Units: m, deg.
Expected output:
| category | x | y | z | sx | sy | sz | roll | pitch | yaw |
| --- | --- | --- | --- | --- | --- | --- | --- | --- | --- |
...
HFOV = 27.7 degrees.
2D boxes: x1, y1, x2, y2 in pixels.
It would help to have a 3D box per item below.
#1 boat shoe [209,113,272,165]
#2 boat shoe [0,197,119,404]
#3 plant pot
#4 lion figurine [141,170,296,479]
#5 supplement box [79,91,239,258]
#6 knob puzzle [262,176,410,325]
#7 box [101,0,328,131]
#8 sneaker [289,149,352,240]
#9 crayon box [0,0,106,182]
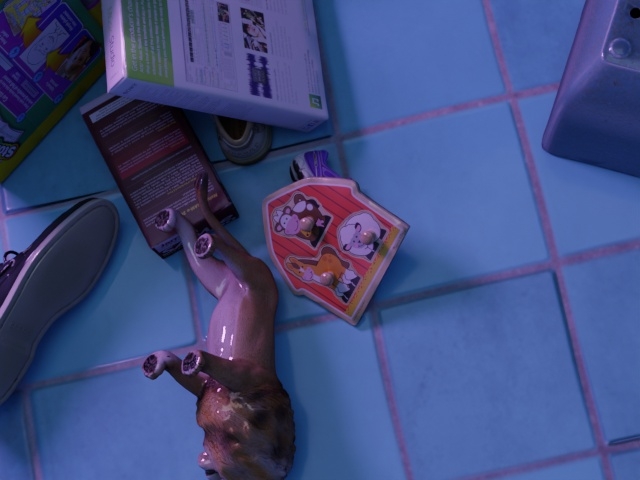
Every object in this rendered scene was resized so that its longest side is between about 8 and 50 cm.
| category | x | y | z | sx | sy | sz | roll | pitch | yaw |
| --- | --- | --- | --- | --- | --- | --- | --- | --- | --- |
| boat shoe | -0.131 | -0.251 | 1.841 | 0.104 | 0.089 | 0.285 | -18 | 74 | 3 |
| boat shoe | -0.411 | 0.072 | 1.787 | 0.113 | 0.127 | 0.340 | 26 | 83 | 36 |
| plant pot | 0.439 | -0.235 | 1.674 | 0.247 | 0.252 | 0.248 | 17 | 78 | 12 |
| lion figurine | -0.111 | 0.124 | 1.707 | 0.142 | 0.240 | 0.392 | -14 | 58 | 37 |
| supplement box | -0.227 | -0.110 | 1.827 | 0.130 | 0.073 | 0.239 | -29 | 73 | 0 |
| knob puzzle | 0.000 | 0.000 | 1.736 | 0.213 | 0.030 | 0.213 | 9 | 112 | 22 |
| box | -0.143 | -0.283 | 1.757 | 0.322 | 0.058 | 0.232 | 9 | 65 | -36 |
| sneaker | 0.022 | -0.053 | 1.786 | 0.071 | 0.068 | 0.170 | -22 | 80 | -18 |
| crayon box | -0.428 | -0.269 | 1.745 | 0.106 | 0.363 | 0.313 | 40 | 84 | 16 |
